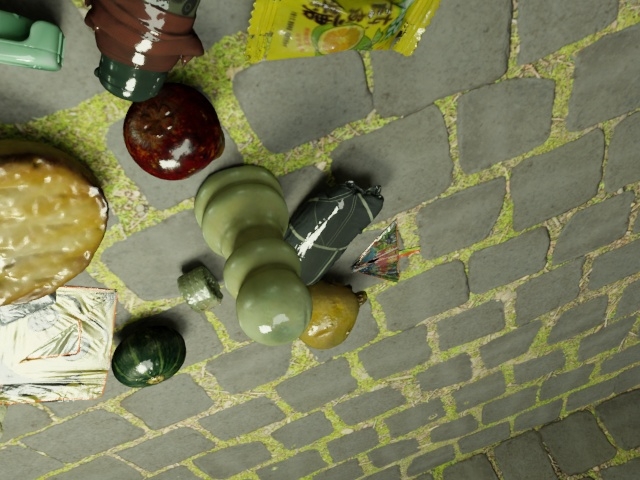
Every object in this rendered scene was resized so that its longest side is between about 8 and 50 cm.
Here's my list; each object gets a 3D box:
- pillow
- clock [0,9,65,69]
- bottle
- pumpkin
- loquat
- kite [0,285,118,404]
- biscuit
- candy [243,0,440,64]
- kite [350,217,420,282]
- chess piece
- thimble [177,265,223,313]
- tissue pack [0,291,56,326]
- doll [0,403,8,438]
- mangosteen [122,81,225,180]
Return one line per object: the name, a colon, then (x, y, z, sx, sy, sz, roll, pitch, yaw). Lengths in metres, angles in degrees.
pillow: (0.000, 0.000, 1.207, 0.161, 0.093, 0.335, 11, 130, -37)
clock: (-0.422, -0.256, 0.715, 0.188, 0.148, 0.060, 5, 102, -24)
bottle: (-0.215, -0.310, 0.747, 0.156, 0.143, 0.271, 23, 123, -9)
pumpkin: (-0.385, 0.260, 1.293, 0.167, 0.125, 0.167, -11, 158, -4)
loquat: (0.018, 0.167, 1.351, 0.204, 0.149, 0.172, -29, 141, -6)
kite: (-0.553, 0.200, 1.175, 0.327, 0.013, 0.378, -35, 122, -9)
biscuit: (-0.497, -0.028, 0.925, 0.296, 0.102, 0.297, -27, 139, -26)
candy: (0.038, -0.330, 0.849, 0.297, 0.081, 0.187, -8, 163, -19)
kite: (0.157, 0.038, 1.377, 0.183, 0.014, 0.241, -15, 137, -10)
chess piece: (-0.111, 0.036, 1.017, 0.182, 0.330, 0.182, -13, 139, -12)
thimble: (-0.252, 0.107, 1.216, 0.062, 0.084, 0.110, -25, 137, 3)
tissue pack: (-0.576, 0.075, 1.054, 0.112, 0.051, 0.156, -24, 130, -4)
doll: (-0.751, 0.288, 1.190, 0.175, 0.149, 0.278, 4, 123, 18)
mangosteen: (-0.218, -0.172, 0.903, 0.146, 0.155, 0.181, -65, 166, 19)
